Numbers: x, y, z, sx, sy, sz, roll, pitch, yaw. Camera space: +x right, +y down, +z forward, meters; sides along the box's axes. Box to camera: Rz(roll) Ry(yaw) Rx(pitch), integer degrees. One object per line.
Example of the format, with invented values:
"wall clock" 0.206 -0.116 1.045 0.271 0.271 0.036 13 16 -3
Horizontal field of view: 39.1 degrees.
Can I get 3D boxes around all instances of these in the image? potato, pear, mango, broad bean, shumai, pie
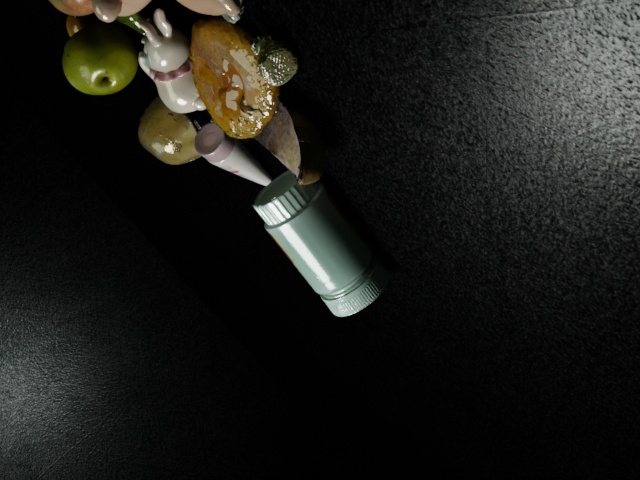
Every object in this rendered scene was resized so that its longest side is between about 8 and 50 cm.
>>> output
"potato" -0.046 -0.210 1.761 0.261 0.100 0.120 47 129 48
"pear" -0.535 -0.450 2.160 0.166 0.180 0.216 61 -176 -62
"mango" -0.585 -0.508 2.283 0.098 0.075 0.190 54 172 29
"broad bean" -0.410 -0.483 1.950 0.195 0.046 0.061 29 175 -22
"potato" -0.402 -0.270 2.301 0.202 0.117 0.182 46 161 17
"shumai" -0.081 -0.330 1.606 0.080 0.082 0.083 -100 3 -46
"pie" -0.175 -0.316 1.750 0.273 0.069 0.273 40 147 33

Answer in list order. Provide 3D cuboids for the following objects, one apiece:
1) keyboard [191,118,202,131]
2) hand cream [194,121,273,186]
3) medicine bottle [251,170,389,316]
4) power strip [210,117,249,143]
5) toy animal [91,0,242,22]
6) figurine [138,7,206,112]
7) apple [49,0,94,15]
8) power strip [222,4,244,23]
"keyboard" -0.336 -0.276 2.327 0.060 0.018 0.195 54 160 -15
"hand cream" -0.194 -0.187 2.084 0.133 0.083 0.248 36 180 36
"medicine bottle" 0.000 0.000 1.952 0.318 0.158 0.158 53 161 -21
"power strip" -0.215 -0.258 2.093 0.136 0.019 0.051 25 154 47
"toy animal" -0.305 -0.462 1.487 0.345 0.247 0.277 50 163 -13
"figurine" -0.317 -0.389 1.879 0.236 0.127 0.155 63 180 -40
"apple" -0.483 -0.551 1.797 0.188 0.174 0.188 34 157 16
"power strip" -0.162 -0.419 1.628 0.055 0.035 0.083 57 172 -31
